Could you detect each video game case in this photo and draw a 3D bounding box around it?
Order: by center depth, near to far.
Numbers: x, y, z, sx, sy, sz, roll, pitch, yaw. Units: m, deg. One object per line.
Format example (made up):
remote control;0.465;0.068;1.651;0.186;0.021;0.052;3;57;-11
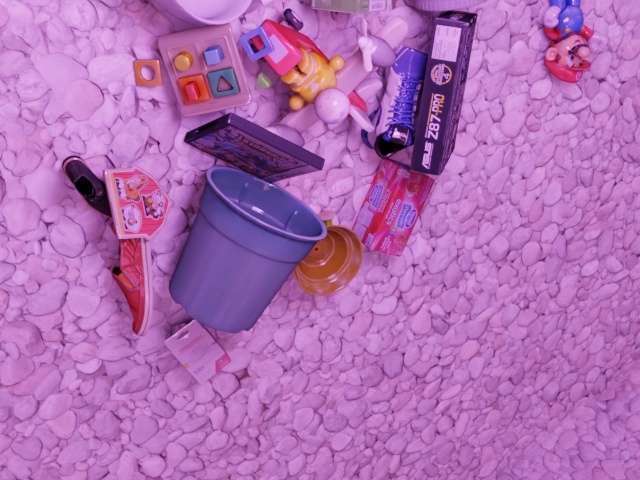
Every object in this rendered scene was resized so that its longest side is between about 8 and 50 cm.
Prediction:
video game case;-0.167;-0.223;1.802;0.275;0.248;0.035;23;74;-31

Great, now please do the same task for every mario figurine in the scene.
mario figurine;0.753;-0.624;2.134;0.198;0.170;0.320;-4;111;12

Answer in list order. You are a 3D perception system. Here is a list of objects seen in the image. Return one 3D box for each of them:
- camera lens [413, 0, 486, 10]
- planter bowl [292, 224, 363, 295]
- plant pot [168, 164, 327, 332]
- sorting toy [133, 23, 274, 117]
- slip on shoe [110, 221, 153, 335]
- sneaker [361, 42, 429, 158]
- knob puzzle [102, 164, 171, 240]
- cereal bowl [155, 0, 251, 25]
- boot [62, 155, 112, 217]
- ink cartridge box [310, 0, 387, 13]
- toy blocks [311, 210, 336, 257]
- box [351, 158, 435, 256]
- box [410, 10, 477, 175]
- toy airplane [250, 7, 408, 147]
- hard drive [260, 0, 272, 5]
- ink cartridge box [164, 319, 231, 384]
camera lens;0.323;-0.742;1.828;0.219;0.219;0.274;-20;121;-18
planter bowl;0.005;0.040;2.047;0.217;0.090;0.217;-11;118;-22
plant pot;-0.210;0.035;1.876;0.341;0.341;0.334;18;112;-33
sorting toy;-0.272;-0.391;1.682;0.348;0.047;0.196;-9;114;13
slip on shoe;-0.486;0.092;1.870;0.101;0.123;0.331;-6;110;-17
sneaker;0.219;-0.346;1.942;0.127;0.182;0.315;12;121;-18
knob puzzle;-0.436;-0.095;1.789;0.213;0.030;0.213;26;58;-49
cereal bowl;-0.284;-0.637;1.573;0.339;0.141;0.339;-13;107;-52
boot;-0.535;-0.103;1.735;0.077;0.137;0.198;-45;126;-2
ink cartridge box;0.048;-0.589;1.747;0.109;0.209;0.062;-22;122;-42
toy blocks;0.000;0.000;2.114;0.123;0.054;0.148;-22;121;-16
box;0.210;-0.098;2.131;0.123;0.128;0.257;14;106;-32
box;0.338;-0.406;1.952;0.097;0.318;0.395;12;115;14
toy airplane;0.017;-0.370;1.811;0.384;0.272;0.386;-7;134;-13
hard drive;-0.032;-0.688;1.593;0.319;0.040;0.210;-29;130;-1
ink cartridge box;-0.357;0.303;2.064;0.115;0.067;0.198;-37;126;-8
